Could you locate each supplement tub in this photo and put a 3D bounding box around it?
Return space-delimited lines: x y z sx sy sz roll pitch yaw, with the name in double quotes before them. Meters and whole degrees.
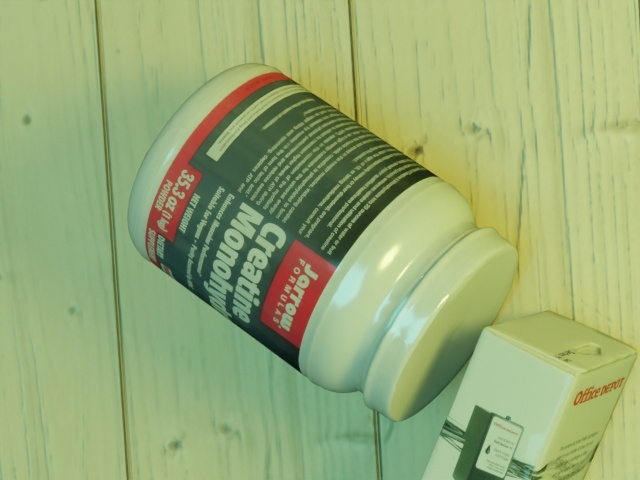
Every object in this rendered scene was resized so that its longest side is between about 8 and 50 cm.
"supplement tub" 0.000 0.000 1.536 0.272 0.191 0.191 35 108 20

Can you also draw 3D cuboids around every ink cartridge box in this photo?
"ink cartridge box" 0.152 0.167 1.498 0.087 0.153 0.208 27 104 23
